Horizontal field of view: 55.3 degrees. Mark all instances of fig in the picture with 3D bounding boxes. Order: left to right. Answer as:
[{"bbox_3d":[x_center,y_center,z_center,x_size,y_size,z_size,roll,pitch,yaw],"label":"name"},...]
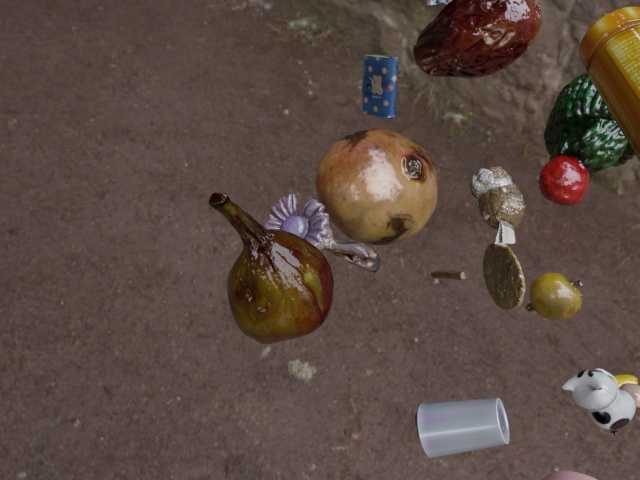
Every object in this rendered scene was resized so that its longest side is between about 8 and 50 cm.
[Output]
[{"bbox_3d":[-0.082,0.056,0.973,0.191,0.290,0.190,-5,65,11],"label":"fig"}]

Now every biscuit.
[{"bbox_3d":[0.561,0.109,1.876,0.033,0.219,0.219,-10,46,-15],"label":"biscuit"}]

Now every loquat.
[{"bbox_3d":[0.798,0.195,2.098,0.172,0.205,0.149,41,39,-18],"label":"loquat"}]

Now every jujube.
[{"bbox_3d":[0.351,-0.473,1.388,0.197,0.290,0.197,14,70,-42],"label":"jujube"}]

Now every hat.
[{"bbox_3d":[0.654,-0.223,1.489,0.242,0.274,0.332,21,68,24],"label":"hat"}]

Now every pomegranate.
[{"bbox_3d":[0.148,-0.133,1.563,0.323,0.322,0.322,7,42,-6],"label":"pomegranate"}]

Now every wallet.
[{"bbox_3d":[0.196,-0.512,2.034,0.059,0.202,0.141,-18,29,-37],"label":"wallet"}]

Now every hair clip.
[{"bbox_3d":[0.001,-0.001,1.451,0.301,0.069,0.172,20,82,12],"label":"hair clip"}]

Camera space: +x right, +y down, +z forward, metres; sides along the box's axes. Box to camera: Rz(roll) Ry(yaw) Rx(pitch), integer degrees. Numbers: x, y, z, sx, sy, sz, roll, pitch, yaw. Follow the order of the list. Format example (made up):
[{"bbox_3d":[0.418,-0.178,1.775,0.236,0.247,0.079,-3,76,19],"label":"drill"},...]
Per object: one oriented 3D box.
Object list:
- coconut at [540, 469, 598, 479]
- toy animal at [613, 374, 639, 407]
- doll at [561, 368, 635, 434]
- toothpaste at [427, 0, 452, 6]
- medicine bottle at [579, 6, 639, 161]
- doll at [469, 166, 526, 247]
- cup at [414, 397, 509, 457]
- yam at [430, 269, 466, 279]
[{"bbox_3d":[0.584,0.663,1.422,0.245,0.233,0.233,-12,46,-46],"label":"coconut"},{"bbox_3d":[0.785,0.396,1.564,0.091,0.081,0.114,-27,28,-35],"label":"toy animal"},{"bbox_3d":[0.657,0.369,1.436,0.180,0.110,0.106,46,47,-23],"label":"doll"},{"bbox_3d":[0.292,-0.580,1.461,0.040,0.047,0.196,-3,15,22],"label":"toothpaste"},{"bbox_3d":[0.377,-0.174,0.700,0.097,0.096,0.191,1,51,-12],"label":"medicine bottle"},{"bbox_3d":[0.439,-0.087,1.483,0.115,0.105,0.221,23,40,-37],"label":"doll"},{"bbox_3d":[0.200,0.259,0.852,0.116,0.104,0.074,-16,66,23],"label":"cup"},{"bbox_3d":[0.407,0.110,1.949,0.032,0.032,0.145,-16,6,-29],"label":"yam"}]
